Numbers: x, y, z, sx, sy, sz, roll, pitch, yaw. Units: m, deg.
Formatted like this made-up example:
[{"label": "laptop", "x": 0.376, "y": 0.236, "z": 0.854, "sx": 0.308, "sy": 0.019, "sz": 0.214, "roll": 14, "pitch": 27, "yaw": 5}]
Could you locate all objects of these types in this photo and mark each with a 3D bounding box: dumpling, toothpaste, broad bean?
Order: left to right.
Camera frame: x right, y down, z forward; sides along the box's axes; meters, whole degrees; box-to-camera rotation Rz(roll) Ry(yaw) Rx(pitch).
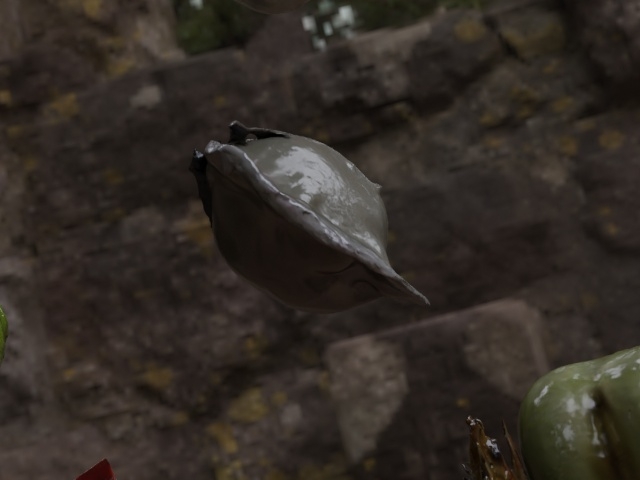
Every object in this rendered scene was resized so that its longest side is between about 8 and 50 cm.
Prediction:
[{"label": "toothpaste", "x": -0.230, "y": 0.324, "z": 1.890, "sx": 0.048, "sy": 0.031, "sz": 0.190, "roll": -34, "pitch": -48, "yaw": -12}, {"label": "dumpling", "x": -0.016, "y": 0.005, "z": 1.585, "sx": 0.163, "sy": 0.205, "sz": 0.293, "roll": -32, "pitch": -36, "yaw": 15}, {"label": "broad bean", "x": 0.230, "y": 0.154, "z": 1.052, "sx": 0.121, "sy": 0.189, "sz": 0.263, "roll": -29, "pitch": -28, "yaw": 24}]

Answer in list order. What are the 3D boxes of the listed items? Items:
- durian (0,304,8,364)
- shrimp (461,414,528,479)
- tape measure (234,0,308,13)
[{"label": "durian", "x": -0.474, "y": 0.127, "z": 1.869, "sx": 0.339, "sy": 0.204, "sz": 0.256, "roll": 5, "pitch": 43, "yaw": 41}, {"label": "shrimp", "x": 0.136, "y": 0.279, "z": 1.444, "sx": 0.150, "sy": 0.249, "sz": 0.068, "roll": 1, "pitch": 2, "yaw": -10}, {"label": "tape measure", "x": -0.016, "y": -0.365, "z": 1.612, "sx": 0.265, "sy": 0.258, "sz": 0.130, "roll": -19, "pitch": 36, "yaw": -37}]
